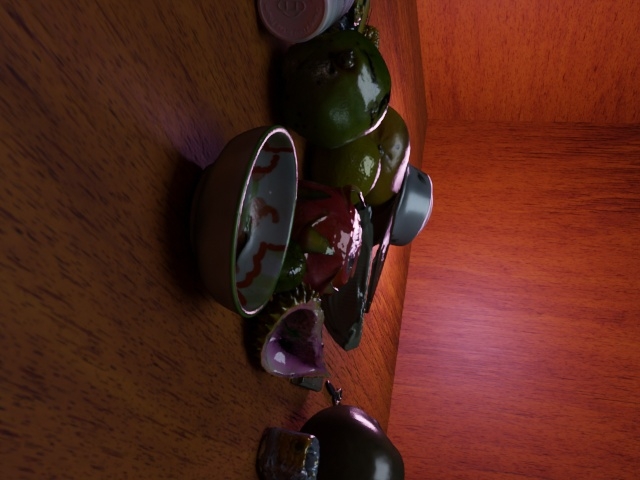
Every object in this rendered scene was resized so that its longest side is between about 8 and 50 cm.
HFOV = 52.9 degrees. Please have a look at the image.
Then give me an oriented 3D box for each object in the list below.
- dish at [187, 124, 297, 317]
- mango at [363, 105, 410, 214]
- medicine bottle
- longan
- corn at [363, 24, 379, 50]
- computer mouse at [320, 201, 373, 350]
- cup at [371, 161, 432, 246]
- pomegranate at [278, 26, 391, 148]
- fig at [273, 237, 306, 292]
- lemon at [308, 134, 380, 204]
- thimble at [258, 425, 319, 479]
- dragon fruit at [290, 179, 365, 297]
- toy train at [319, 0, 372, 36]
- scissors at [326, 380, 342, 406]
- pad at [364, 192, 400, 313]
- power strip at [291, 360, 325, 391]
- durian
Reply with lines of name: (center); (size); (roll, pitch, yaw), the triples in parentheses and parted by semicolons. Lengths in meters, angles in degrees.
dish: (-0.144, -0.040, 1.091); (0.324, 0.124, 0.324); (11, 90, -78)
mango: (0.150, -0.233, 1.962); (0.445, 0.220, 0.302); (91, 3, -69)
medicine bottle: (-0.022, -0.512, 1.341); (0.254, 0.152, 0.152); (-63, 153, -57)
longan: (0.066, 0.589, 1.689); (0.319, 0.318, 0.319); (4, 90, -75)
corn: (0.135, -0.519, 2.027); (0.102, 0.101, 0.313); (-46, 138, -67)
computer mouse: (0.067, 0.099, 1.834); (0.228, 0.145, 0.429); (19, 79, -85)
cup: (0.272, -0.120, 2.209); (0.347, 0.163, 0.347); (-164, -90, -73)
pomegranate: (0.033, -0.322, 1.454); (0.341, 0.260, 0.261); (74, 24, -70)
fig: (-0.098, 0.060, 1.305); (0.156, 0.123, 0.123); (122, -14, -55)
lemon: (0.062, -0.187, 1.683); (0.184, 0.184, 0.249); (26, 78, -74)
thimble: (-0.071, 0.511, 1.501); (0.151, 0.117, 0.127); (76, 23, -52)
dragon fruit: (0.000, 0.000, 1.487); (0.290, 0.189, 0.291); (4, 90, -75)
toy train: (0.055, -0.602, 1.659); (0.177, 0.134, 0.261); (86, 16, -57)
scissors: (0.043, 0.503, 2.118); (0.220, 0.017, 0.088); (69, 30, -56)
pad: (0.186, 0.041, 1.930); (0.284, 0.018, 0.287); (93, 16, -50)
power strip: (-0.027, 0.365, 1.783); (0.268, 0.034, 0.092); (52, 43, -68)
durian: (-0.078, 0.201, 1.385); (0.186, 0.153, 0.261); (-27, 133, -46)
